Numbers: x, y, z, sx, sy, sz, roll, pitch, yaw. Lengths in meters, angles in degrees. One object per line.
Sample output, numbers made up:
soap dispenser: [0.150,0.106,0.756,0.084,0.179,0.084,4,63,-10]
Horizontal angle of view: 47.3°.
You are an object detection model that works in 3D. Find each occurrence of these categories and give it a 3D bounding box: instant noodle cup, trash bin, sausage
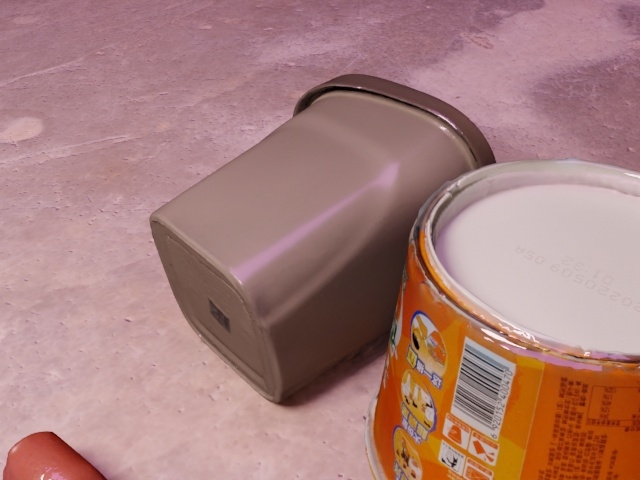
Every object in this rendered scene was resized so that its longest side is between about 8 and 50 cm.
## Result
instant noodle cup: [0.178,0.086,0.539,0.297,0.213,0.296,-1,36,0]
trash bin: [0.000,0.000,0.682,0.250,0.219,0.219,-35,46,-26]
sausage: [-0.202,0.185,0.553,0.094,0.059,0.054,27,58,27]
